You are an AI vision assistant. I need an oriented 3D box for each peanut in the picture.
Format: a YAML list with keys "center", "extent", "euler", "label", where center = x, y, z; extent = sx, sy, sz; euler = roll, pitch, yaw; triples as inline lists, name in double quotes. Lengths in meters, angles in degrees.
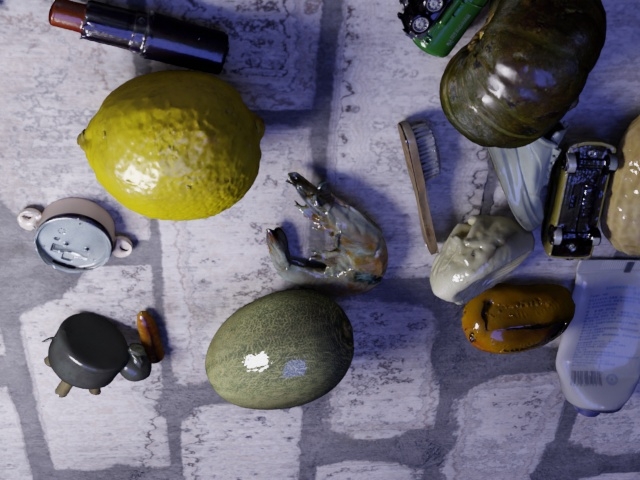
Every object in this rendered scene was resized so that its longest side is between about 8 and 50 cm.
- center: [0.637, -0.120, 1.783]
  extent: [0.174, 0.158, 0.340]
  euler: [-1, 129, 0]
  label: "peanut"

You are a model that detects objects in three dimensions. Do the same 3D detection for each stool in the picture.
- center: [-0.482, 0.262, 1.978]
  extent: [0.228, 0.153, 0.139]
  euler: [33, 122, -6]
  label: "stool"

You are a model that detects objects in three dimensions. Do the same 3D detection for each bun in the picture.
- center: [0.314, 0.027, 1.872]
  extent: [0.231, 0.133, 0.231]
  euler: [-30, 165, -9]
  label: "bun"

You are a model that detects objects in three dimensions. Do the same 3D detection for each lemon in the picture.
- center: [-0.253, -0.160, 1.600]
  extent: [0.321, 0.268, 0.268]
  euler: [-8, 130, 5]
  label: "lemon"

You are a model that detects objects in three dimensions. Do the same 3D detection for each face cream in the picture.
- center: [0.653, 0.226, 2.108]
  extent: [0.234, 0.137, 0.421]
  euler: [2, 121, -6]
  label: "face cream"

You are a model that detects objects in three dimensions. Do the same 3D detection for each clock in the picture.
- center: [-0.483, -0.005, 1.830]
  extent: [0.229, 0.063, 0.156]
  euler: [20, 124, -19]
  label: "clock"

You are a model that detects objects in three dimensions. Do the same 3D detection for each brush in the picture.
- center: [0.211, -0.102, 1.822]
  extent: [0.065, 0.070, 0.328]
  euler: [-19, 131, -3]
  label: "brush"

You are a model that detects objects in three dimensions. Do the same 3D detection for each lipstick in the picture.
- center: [-0.301, -0.348, 1.556]
  extent: [0.299, 0.081, 0.081]
  euler: [13, 127, -16]
  label: "lipstick"

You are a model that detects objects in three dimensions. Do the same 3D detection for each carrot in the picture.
- center: [-0.371, 0.205, 2.024]
  extent: [0.048, 0.048, 0.139]
  euler: [-5, 127, -1]
  label: "carrot"

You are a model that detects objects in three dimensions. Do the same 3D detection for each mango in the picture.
- center: [0.425, 0.158, 2.003]
  extent: [0.248, 0.151, 0.156]
  euler: [-16, 89, -2]
  label: "mango"

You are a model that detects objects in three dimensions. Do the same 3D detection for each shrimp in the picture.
- center: [0.000, 0.000, 1.879]
  extent: [0.246, 0.085, 0.360]
  euler: [-17, 133, 17]
  label: "shrimp"

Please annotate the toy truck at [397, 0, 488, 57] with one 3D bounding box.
- center: [0.224, -0.419, 1.538]
  extent: [0.124, 0.101, 0.243]
  euler: [17, 128, -24]
  label: "toy truck"

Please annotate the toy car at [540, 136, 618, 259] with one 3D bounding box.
- center: [0.497, -0.093, 1.817]
  extent: [0.101, 0.124, 0.257]
  euler: [0, 120, -4]
  label: "toy car"

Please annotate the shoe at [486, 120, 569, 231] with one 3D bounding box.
- center: [0.396, -0.168, 1.747]
  extent: [0.159, 0.124, 0.316]
  euler: [-25, 124, 11]
  label: "shoe"

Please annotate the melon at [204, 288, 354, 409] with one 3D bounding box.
- center: [-0.086, 0.233, 1.949]
  extent: [0.329, 0.249, 0.249]
  euler: [-24, 127, 17]
  label: "melon"

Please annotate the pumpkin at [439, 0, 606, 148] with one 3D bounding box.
- center: [0.358, -0.283, 1.527]
  extent: [0.242, 0.232, 0.325]
  euler: [23, 105, -18]
  label: "pumpkin"
